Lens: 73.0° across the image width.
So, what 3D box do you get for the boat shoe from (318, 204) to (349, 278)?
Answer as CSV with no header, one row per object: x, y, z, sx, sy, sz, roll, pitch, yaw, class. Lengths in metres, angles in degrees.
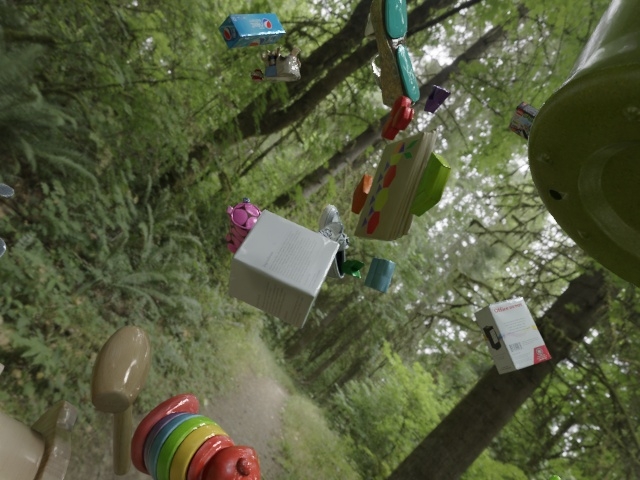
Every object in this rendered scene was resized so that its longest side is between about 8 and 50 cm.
0.046,0.008,1.245,0.081,0.079,0.228,15,-59,26,boat shoe

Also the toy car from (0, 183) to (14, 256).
-0.410,-0.021,0.414,0.149,0.188,0.155,-56,-137,46,toy car

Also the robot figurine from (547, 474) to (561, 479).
0.276,0.350,0.533,0.067,0.115,0.101,59,-20,-11,robot figurine

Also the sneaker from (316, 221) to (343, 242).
0.000,0.000,1.043,0.052,0.135,0.058,52,-4,9,sneaker

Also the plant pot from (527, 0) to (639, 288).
0.374,-0.132,0.336,0.366,0.353,0.366,46,-8,8,plant pot

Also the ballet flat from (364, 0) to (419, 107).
0.180,-0.530,1.170,0.123,0.123,0.349,27,-45,63,ballet flat

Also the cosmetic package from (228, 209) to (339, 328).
-0.082,0.063,0.931,0.183,0.151,0.151,25,-38,3,cosmetic package

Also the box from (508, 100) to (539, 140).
0.767,-0.386,1.514,0.207,0.036,0.114,44,-16,25,box

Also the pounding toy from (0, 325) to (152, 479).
-0.216,0.186,0.285,0.155,0.269,0.154,46,9,-24,pounding toy

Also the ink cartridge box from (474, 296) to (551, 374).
0.516,0.255,1.171,0.072,0.127,0.175,121,-44,-60,ink cartridge box

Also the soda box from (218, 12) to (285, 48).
-0.211,-0.657,1.354,0.067,0.210,0.071,-22,-82,44,soda box

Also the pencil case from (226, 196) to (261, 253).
-0.222,-0.029,1.227,0.098,0.095,0.209,12,-28,-10,pencil case

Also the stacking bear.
-0.238,0.445,0.880,0.288,0.176,0.164,3,-2,37,stacking bear

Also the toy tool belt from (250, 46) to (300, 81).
-0.073,-0.291,0.714,0.083,0.051,0.052,4,1,18,toy tool belt

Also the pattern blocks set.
0.117,-0.084,0.682,0.026,0.325,0.285,21,6,-16,pattern blocks set
